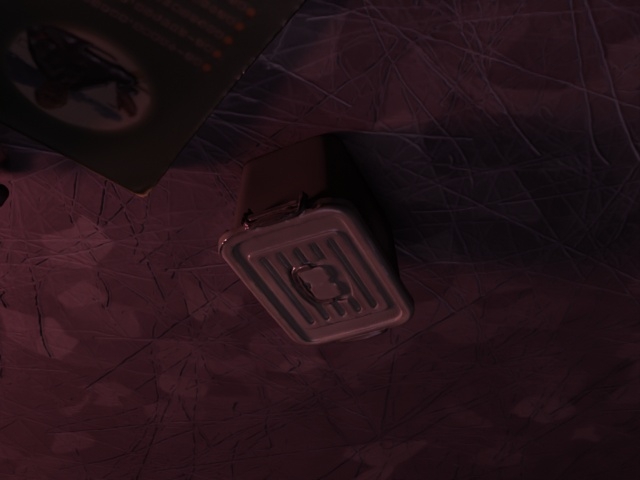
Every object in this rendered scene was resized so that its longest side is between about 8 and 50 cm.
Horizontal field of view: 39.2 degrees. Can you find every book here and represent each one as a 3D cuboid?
[{"bbox_3d":[-0.189,-0.215,0.866,0.260,0.043,0.371,29,129,-26],"label":"book"}]

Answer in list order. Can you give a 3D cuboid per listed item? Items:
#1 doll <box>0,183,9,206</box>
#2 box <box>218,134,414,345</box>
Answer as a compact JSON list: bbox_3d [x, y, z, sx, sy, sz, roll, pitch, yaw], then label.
[{"bbox_3d":[-0.432,-0.083,0.895,0.153,0.195,0.258,-41,123,0],"label":"doll"},{"bbox_3d":[0.000,0.000,1.040,0.163,0.135,0.243,-17,137,19],"label":"box"}]
